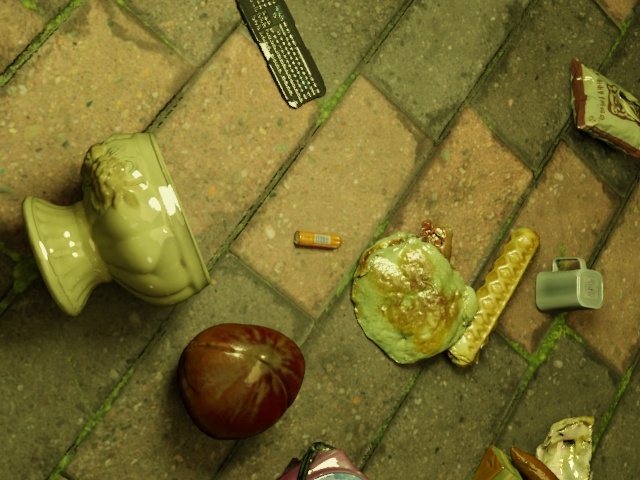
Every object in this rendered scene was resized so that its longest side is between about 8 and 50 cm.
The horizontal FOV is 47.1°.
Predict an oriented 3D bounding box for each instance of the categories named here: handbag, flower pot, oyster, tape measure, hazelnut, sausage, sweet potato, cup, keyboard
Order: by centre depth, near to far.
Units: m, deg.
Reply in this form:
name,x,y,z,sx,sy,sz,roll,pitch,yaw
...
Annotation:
name,x,y,z,sx,sy,sz,roll,pitch,yaw
flower pot,-0.343,-0.014,1.229,0.244,0.307,0.308,-22,94,-10
hazelnut,-0.136,0.240,1.327,0.229,0.229,0.230,3,84,-23
tape measure,-0.001,0.520,1.397,0.231,0.149,0.245,-27,88,-21
sausage,0.000,0.000,1.507,0.107,0.031,0.031,7,82,-23
keyboard,-0.080,-0.405,1.520,0.106,0.016,0.262,-30,97,-23
sweet potato,0.508,0.543,1.613,0.264,0.057,0.057,45,70,-4
oyster,0.545,0.493,1.678,0.132,0.072,0.209,12,87,0
cup,0.573,0.100,1.696,0.095,0.129,0.128,12,77,-29
handbag,0.699,-0.310,1.793,0.235,0.127,0.213,24,52,-25

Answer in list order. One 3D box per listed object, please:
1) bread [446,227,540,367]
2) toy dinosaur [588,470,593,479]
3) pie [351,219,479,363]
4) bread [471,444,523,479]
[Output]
name,x,y,z,sx,sy,sz,roll,pitch,yaw
bread,0.389,0.122,1.641,0.084,0.077,0.368,39,72,-11
toy dinosaur,0.553,0.634,1.668,0.167,0.053,0.242,20,86,-14
pie,0.193,0.114,1.553,0.257,0.105,0.275,-21,91,-9
bread,0.367,0.536,1.622,0.074,0.084,0.139,36,103,-17
